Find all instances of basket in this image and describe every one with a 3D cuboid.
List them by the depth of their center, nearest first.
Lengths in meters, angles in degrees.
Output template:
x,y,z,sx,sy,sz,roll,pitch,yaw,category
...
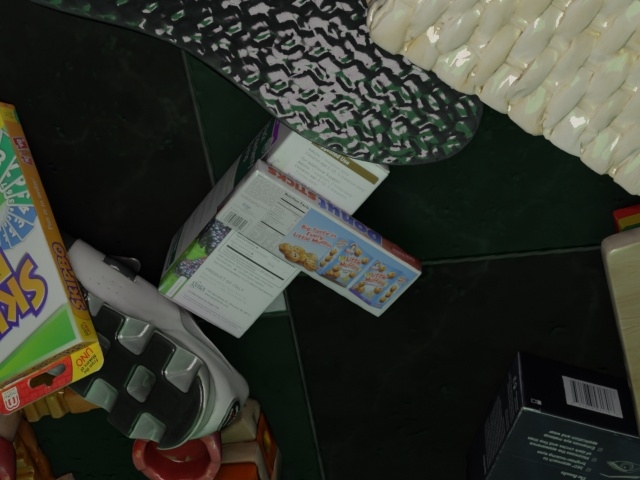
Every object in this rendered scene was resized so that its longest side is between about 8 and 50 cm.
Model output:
x,y,z,sx,sy,sz,roll,pitch,yaw,category
0.233,-0.243,0.977,0.328,0.266,0.331,28,130,-16,basket

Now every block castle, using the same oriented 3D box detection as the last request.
x,y,z,sx,sy,sz,roll,pitch,yaw,category
-0.185,0.343,1.459,0.303,0.213,0.453,-10,123,10,block castle

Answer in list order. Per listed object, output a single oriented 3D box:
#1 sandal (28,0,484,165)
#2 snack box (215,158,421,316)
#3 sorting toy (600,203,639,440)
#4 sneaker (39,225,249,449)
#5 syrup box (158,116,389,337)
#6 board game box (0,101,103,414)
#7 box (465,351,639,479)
x,y,z,sx,sy,sz,roll,pitch,yaw,category
-0.065,-0.204,1.136,0.445,0.107,0.168,26,99,2,sandal
0.000,0.000,1.208,0.178,0.022,0.064,32,120,-19,snack box
0.395,0.054,1.280,0.257,0.089,0.255,-17,122,3,sorting toy
-0.205,0.076,1.301,0.330,0.146,0.122,39,104,20,sneaker
-0.041,-0.031,1.260,0.096,0.093,0.237,32,121,-17,syrup box
-0.288,0.018,1.248,0.124,0.039,0.259,-27,79,20,board game box
0.246,0.215,1.413,0.156,0.093,0.158,16,123,-8,box
